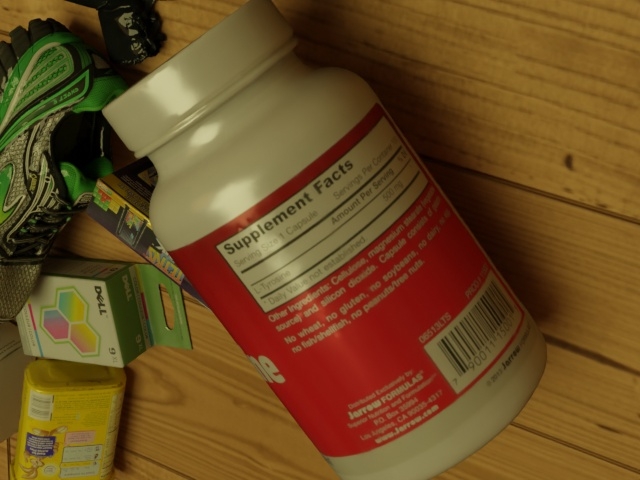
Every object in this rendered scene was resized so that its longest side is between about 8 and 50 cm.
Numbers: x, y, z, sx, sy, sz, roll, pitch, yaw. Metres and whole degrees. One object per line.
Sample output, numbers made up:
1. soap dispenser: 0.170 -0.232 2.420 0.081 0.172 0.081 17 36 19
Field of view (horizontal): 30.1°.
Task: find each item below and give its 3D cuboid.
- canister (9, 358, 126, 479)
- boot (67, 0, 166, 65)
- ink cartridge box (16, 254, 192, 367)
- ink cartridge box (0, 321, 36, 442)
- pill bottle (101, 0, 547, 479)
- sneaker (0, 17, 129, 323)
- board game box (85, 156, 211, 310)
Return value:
1. canister: -0.303 0.227 1.433 0.073 0.126 0.170 -124 41 -52
2. boot: -0.219 -0.230 1.219 0.121 0.045 0.099 1 118 33
3. ink cartridge box: -0.258 0.082 1.372 0.209 0.062 0.109 4 113 30
4. ink cartridge box: -0.481 0.151 1.524 0.218 0.092 0.158 29 124 20
5. pill bottle: 0.000 0.000 1.042 0.229 0.229 0.407 -28 103 37
6. sneaker: -0.306 -0.051 1.260 0.146 0.134 0.343 34 116 25
7. board game box: -0.125 -0.018 1.196 0.170 0.141 0.048 37 126 12
